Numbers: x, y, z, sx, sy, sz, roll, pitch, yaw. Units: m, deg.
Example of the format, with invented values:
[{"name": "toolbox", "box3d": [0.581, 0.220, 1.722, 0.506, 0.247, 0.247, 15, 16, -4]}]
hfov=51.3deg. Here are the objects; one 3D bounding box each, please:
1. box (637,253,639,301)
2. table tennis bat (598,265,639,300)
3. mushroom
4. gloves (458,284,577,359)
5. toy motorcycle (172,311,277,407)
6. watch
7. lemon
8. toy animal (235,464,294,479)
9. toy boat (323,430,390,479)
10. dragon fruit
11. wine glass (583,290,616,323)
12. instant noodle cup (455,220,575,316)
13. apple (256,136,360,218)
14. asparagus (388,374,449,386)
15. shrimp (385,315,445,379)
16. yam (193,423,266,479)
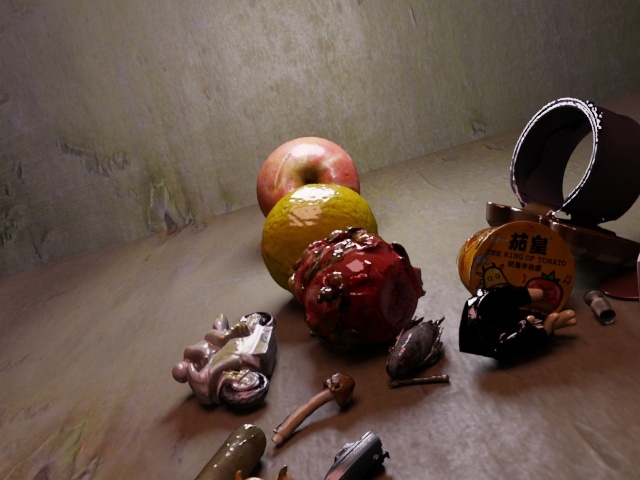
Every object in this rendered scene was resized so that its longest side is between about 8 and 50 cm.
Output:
[{"name": "box", "box3d": [0.738, 0.027, 1.281, 0.203, 0.106, 0.252, 3, 29, 34]}, {"name": "table tennis bat", "box3d": [0.705, 0.060, 1.388, 0.274, 0.021, 0.154, -24, 19, -21]}, {"name": "mushroom", "box3d": [-0.012, 0.310, 1.212, 0.187, 0.061, 0.060, -36, 9, -21]}, {"name": "gloves", "box3d": [0.370, 0.154, 1.242, 0.204, 0.124, 0.164, 11, 51, 4]}, {"name": "toy motorcycle", "box3d": [-0.206, 0.257, 1.457, 0.223, 0.107, 0.340, -8, 24, 6]}, {"name": "watch", "box3d": [0.584, -0.140, 1.489, 0.314, 0.326, 0.335, 11, 10, -20]}, {"name": "lemon", "box3d": [0.001, 0.000, 1.776, 0.336, 0.335, 0.336, -15, 16, 4]}, {"name": "toy animal", "box3d": [-0.080, 0.374, 1.031, 0.083, 0.060, 0.081, -30, 56, -29]}, {"name": "toy boat", "box3d": [0.041, 0.349, 1.003, 0.060, 0.055, 0.141, 10, 30, 41]}, {"name": "dragon fruit", "box3d": [0.057, 0.111, 1.463, 0.291, 0.250, 0.269, 6, 46, 41]}, {"name": "wine glass", "box3d": [0.538, 0.129, 1.286, 0.039, 0.042, 0.083, -42, 11, 18]}, {"name": "instant noodle cup", "box3d": [0.390, 0.061, 1.389, 0.216, 0.215, 0.172, -17, 7, -3]}, {"name": "apple", "box3d": [-0.042, -0.167, 2.279, 0.364, 0.363, 0.364, -15, 16, 4]}, {"name": "asparagus", "box3d": [0.181, 0.260, 1.237, 0.115, 0.014, 0.015, -11, 0, 20]}, {"name": "shrimp", "box3d": [0.201, 0.200, 1.321, 0.090, 0.079, 0.233, 33, 37, 21]}, {"name": "yam", "box3d": [-0.179, 0.405, 0.993, 0.083, 0.083, 0.371, -10, 15, 22]}]
